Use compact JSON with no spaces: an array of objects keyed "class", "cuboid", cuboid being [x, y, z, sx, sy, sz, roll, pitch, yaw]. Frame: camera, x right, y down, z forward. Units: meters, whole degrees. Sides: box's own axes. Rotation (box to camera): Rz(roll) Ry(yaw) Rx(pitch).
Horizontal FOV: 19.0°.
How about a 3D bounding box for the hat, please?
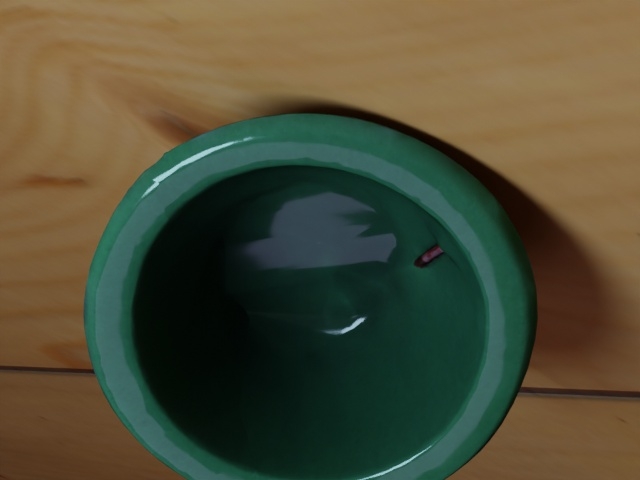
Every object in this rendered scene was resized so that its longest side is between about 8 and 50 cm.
[{"class":"hat","cuboid":[0.000,0.000,0.807,0.173,0.183,0.208,14,121,-3]}]
